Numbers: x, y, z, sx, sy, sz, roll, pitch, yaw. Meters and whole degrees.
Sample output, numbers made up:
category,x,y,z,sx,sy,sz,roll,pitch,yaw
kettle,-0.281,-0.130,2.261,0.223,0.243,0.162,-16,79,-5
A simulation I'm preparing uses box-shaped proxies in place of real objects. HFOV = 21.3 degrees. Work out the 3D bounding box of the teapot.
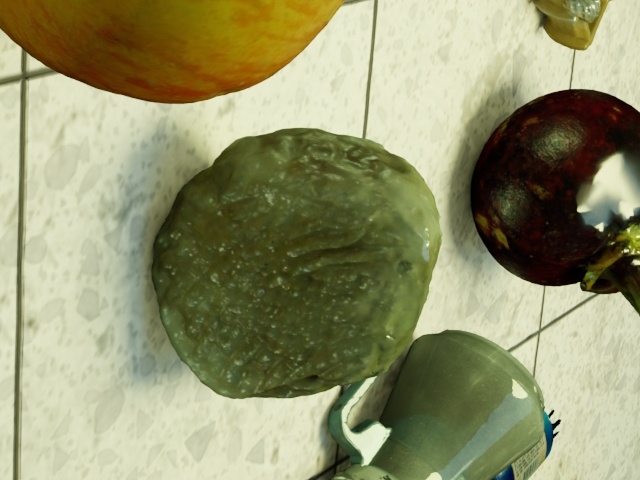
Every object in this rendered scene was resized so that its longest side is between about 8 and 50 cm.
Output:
category,x,y,z,sx,sy,sz,roll,pitch,yaw
teapot,0.110,0.207,1.796,0.203,0.171,0.225,51,61,-18

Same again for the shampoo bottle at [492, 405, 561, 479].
category,x,y,z,sx,sy,sz,roll,pitch,yaw
shampoo bottle,0.249,0.271,2.159,0.183,0.050,0.087,-37,132,-47

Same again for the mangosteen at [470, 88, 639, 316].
category,x,y,z,sx,sy,sz,roll,pitch,yaw
mangosteen,0.302,-0.029,1.870,0.231,0.289,0.231,-31,151,-20

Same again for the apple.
category,x,y,z,sx,sy,sz,roll,pitch,yaw
apple,-0.111,-0.235,1.074,0.301,0.301,0.301,-34,132,-49

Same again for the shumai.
category,x,y,z,sx,sy,sz,roll,pitch,yaw
shumai,0.000,0.000,1.440,0.260,0.225,0.222,-46,180,33

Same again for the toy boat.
category,x,y,z,sx,sy,sz,roll,pitch,yaw
toy boat,0.356,-0.352,1.975,0.321,0.121,0.089,-58,141,-27
